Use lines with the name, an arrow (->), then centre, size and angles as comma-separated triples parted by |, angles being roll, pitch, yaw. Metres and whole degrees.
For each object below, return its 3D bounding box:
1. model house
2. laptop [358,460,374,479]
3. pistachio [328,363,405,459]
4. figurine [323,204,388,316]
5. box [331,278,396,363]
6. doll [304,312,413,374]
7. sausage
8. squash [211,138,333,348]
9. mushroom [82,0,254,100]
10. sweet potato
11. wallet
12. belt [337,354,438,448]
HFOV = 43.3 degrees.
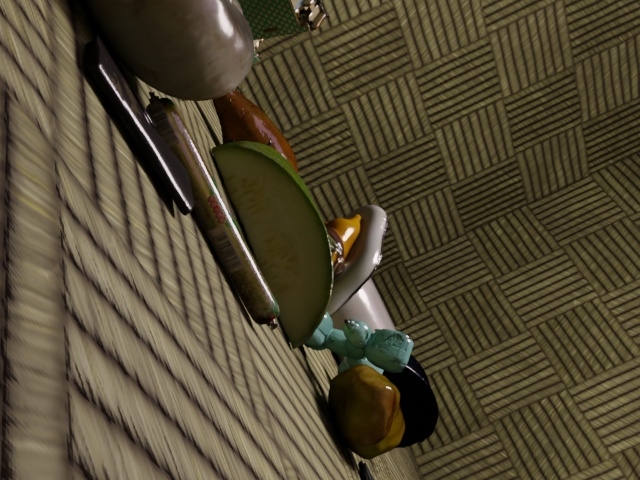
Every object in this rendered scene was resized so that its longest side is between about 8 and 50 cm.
model house -> -0.151, -0.298, 1.105 | 0.271, 0.206, 0.178 | 23, -22, 24
laptop -> 0.102, 0.411, 1.134 | 0.180, 0.016, 0.129 | 63, 2, -24
pistachio -> 0.059, 0.232, 1.104 | 0.110, 0.100, 0.189 | 42, -10, 27
figurine -> 0.000, 0.000, 1.343 | 0.141, 0.167, 0.249 | 44, 49, -24
box -> 0.084, 0.185, 1.785 | 0.288, 0.141, 0.349 | 63, 2, -2
doll -> 0.035, 0.143, 1.142 | 0.159, 0.059, 0.159 | 32, -25, -13
sausage -> -0.105, -0.024, 0.798 | 0.033, 0.033, 0.269 | -110, 174, -75
squash -> -0.053, -0.019, 1.115 | 0.203, 0.111, 0.288 | 62, 4, -28
mushroom -> -0.115, -0.264, 0.769 | 0.243, 0.244, 0.243 | -25, 90, -88
sweet potato -> -0.094, -0.126, 1.361 | 0.112, 0.112, 0.359 | -111, 176, -70
wallet -> -0.151, -0.095, 0.676 | 0.156, 0.018, 0.082 | 62, 2, -35
belt -> 0.109, 0.260, 1.367 | 0.198, 0.151, 0.078 | 54, 10, -21
